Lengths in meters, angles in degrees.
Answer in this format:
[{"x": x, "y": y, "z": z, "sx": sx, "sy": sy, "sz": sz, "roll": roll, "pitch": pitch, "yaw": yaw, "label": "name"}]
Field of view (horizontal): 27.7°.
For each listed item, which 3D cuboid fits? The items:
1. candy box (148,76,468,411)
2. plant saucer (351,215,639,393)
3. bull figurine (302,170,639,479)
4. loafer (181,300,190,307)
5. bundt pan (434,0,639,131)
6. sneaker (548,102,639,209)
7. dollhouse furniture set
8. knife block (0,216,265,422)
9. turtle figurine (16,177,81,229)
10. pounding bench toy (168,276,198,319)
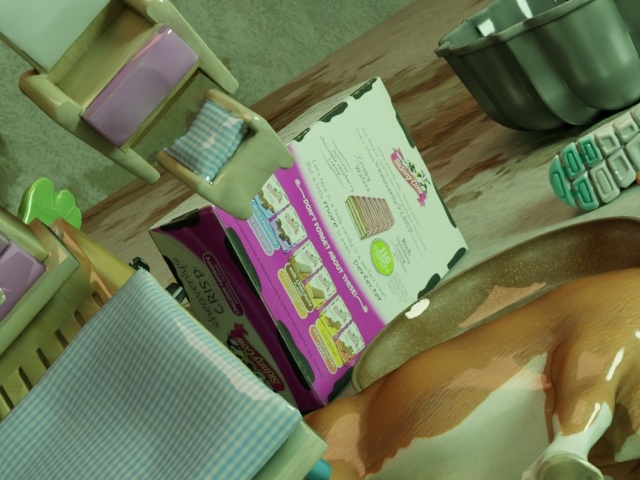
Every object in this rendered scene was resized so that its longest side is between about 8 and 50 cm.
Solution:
[{"x": 0.000, "y": 0.000, "z": 0.943, "sx": 0.071, "sy": 0.159, "sz": 0.233, "roll": -18, "pitch": 15, "yaw": 40, "label": "candy box"}, {"x": 0.113, "y": 0.050, "z": 0.764, "sx": 0.199, "sy": 0.036, "sz": 0.198, "roll": -27, "pitch": 12, "yaw": 6, "label": "plant saucer"}, {"x": 0.090, "y": 0.076, "z": 0.519, "sx": 0.310, "sy": 0.101, "sz": 0.188, "roll": -35, "pitch": 10, "yaw": 27, "label": "bull figurine"}, {"x": -0.140, "y": 0.088, "z": 1.198, "sx": 0.125, "sy": 0.045, "sz": 0.039, "roll": -31, "pitch": 18, "yaw": -24, "label": "loafer"}, {"x": 0.284, "y": -0.210, "z": 1.251, "sx": 0.331, "sy": 0.124, "sz": 0.331, "roll": -29, "pitch": 12, "yaw": 7, "label": "bundt pan"}, {"x": 0.247, "y": -0.084, "z": 0.960, "sx": 0.166, "sy": 0.065, "sz": 0.076, "roll": -24, "pitch": 9, "yaw": 18, "label": "sneaker"}, {"x": -0.130, "y": 0.022, "z": 0.495, "sx": 0.286, "sy": 0.198, "sz": 0.303, "roll": -49, "pitch": 42, "yaw": -2, "label": "dollhouse furniture set"}, {"x": -0.076, "y": 0.104, "z": 0.725, "sx": 0.088, "sy": 0.242, "sz": 0.275, "roll": -46, "pitch": 47, "yaw": 2, "label": "knife block"}, {"x": -0.301, "y": -0.032, "z": 0.955, "sx": 0.266, "sy": 0.197, "sz": 0.274, "roll": -13, "pitch": 24, "yaw": 40, "label": "turtle figurine"}, {"x": -0.095, "y": 0.053, "z": 1.130, "sx": 0.052, "sy": 0.083, "sz": 0.065, "roll": -26, "pitch": 13, "yaw": 19, "label": "pounding bench toy"}]
